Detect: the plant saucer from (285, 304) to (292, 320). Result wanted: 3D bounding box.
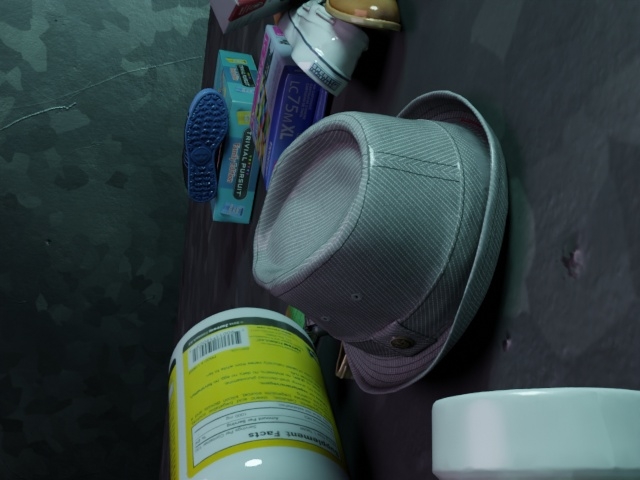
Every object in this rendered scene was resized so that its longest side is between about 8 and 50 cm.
[{"bbox_3d":[-0.038,0.120,1.079,0.083,0.015,0.083,-175,90,-75],"label":"plant saucer"}]

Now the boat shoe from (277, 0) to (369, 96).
[{"bbox_3d":[0.013,-0.248,0.910,0.084,0.095,0.258,-48,27,17],"label":"boat shoe"}]

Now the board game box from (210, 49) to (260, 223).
[{"bbox_3d":[-0.183,-0.226,1.602,0.336,0.079,0.254,-111,30,-58],"label":"board game box"}]

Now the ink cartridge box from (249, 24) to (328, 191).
[{"bbox_3d":[-0.055,-0.198,1.167,0.311,0.065,0.186,-113,31,-57],"label":"ink cartridge box"}]

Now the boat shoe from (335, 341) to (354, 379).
[{"bbox_3d":[0.040,0.060,0.750,0.056,0.048,0.153,147,127,-71],"label":"boat shoe"}]

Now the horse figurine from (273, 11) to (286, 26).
[{"bbox_3d":[-0.056,-0.426,1.178,0.263,0.066,0.174,-159,63,-73],"label":"horse figurine"}]

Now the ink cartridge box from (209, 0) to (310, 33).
[{"bbox_3d":[-0.048,-0.335,0.948,0.072,0.175,0.127,66,166,-5],"label":"ink cartridge box"}]

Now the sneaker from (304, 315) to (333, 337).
[{"bbox_3d":[0.003,0.053,0.792,0.152,0.058,0.084,58,-156,-62],"label":"sneaker"}]

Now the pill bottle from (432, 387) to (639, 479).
[{"bbox_3d":[0.103,0.183,0.319,0.131,0.131,0.229,132,140,-66],"label":"pill bottle"}]

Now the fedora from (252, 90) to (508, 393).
[{"bbox_3d":[0.024,-0.007,0.612,0.275,0.124,0.244,147,132,-59],"label":"fedora"}]

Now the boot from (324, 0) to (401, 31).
[{"bbox_3d":[0.054,-0.307,0.780,0.197,0.073,0.152,-111,34,-53],"label":"boot"}]

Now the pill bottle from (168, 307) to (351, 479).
[{"bbox_3d":[-0.068,0.241,0.824,0.334,0.188,0.188,-108,27,-56],"label":"pill bottle"}]

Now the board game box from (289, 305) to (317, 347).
[{"bbox_3d":[0.000,0.000,0.957,0.136,0.030,0.259,-106,26,-48],"label":"board game box"}]

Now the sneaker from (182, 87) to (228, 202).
[{"bbox_3d":[-0.226,-0.189,1.442,0.090,0.081,0.232,-117,34,-50],"label":"sneaker"}]
